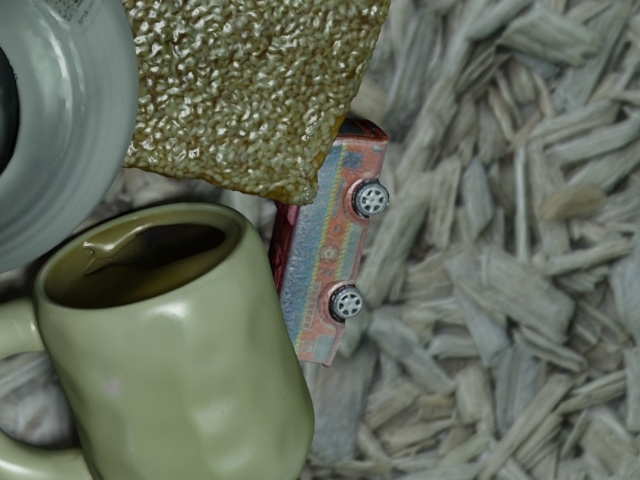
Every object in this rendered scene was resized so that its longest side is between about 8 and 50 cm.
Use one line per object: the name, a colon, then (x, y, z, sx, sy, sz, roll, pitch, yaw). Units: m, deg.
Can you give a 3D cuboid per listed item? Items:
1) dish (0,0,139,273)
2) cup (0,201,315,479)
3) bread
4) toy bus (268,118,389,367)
dish: (-0.259, -0.089, 1.240, 0.273, 0.134, 0.273, 1, 106, 2)
cup: (-0.139, 0.113, 1.419, 0.255, 0.173, 0.202, -24, 118, -17)
bread: (-0.088, -0.139, 1.385, 0.234, 0.110, 0.184, 11, 108, -28)
toy bus: (0.000, 0.000, 1.511, 0.077, 0.065, 0.192, 6, 107, -21)
